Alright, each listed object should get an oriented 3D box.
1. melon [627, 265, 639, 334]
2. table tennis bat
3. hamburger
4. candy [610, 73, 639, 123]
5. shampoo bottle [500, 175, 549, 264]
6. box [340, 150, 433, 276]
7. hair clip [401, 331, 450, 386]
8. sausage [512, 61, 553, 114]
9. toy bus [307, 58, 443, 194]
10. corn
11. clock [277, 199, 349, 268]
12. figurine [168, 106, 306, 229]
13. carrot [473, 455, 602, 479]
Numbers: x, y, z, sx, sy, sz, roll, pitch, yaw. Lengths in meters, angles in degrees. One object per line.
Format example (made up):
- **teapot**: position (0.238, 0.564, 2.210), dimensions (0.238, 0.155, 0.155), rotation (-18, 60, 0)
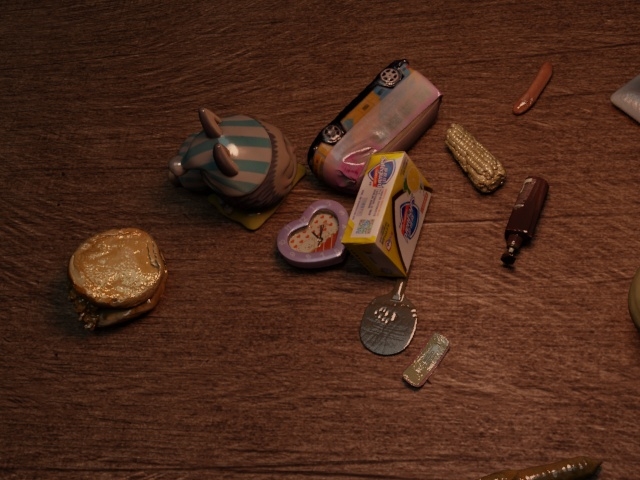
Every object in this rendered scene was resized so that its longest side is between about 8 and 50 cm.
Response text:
- **melon**: position (0.776, 0.117, 1.492), dimensions (0.308, 0.271, 0.271), rotation (-15, 57, -11)
- **table tennis bat**: position (0.173, 0.162, 1.732), dimensions (0.131, 0.022, 0.234), rotation (12, 66, 20)
- **hamburger**: position (-0.510, 0.094, 1.847), dimensions (0.243, 0.146, 0.286), rotation (19, 59, 15)
- **candy**: position (0.842, -0.346, 1.851), dimensions (0.138, 0.071, 0.174), rotation (-35, 58, -8)
- **shampoo bottle**: position (0.486, -0.047, 1.754), dimensions (0.067, 0.068, 0.236), rotation (19, 66, 19)
- **box**: position (0.165, -0.063, 1.767), dimensions (0.097, 0.168, 0.265), rotation (-2, 55, 39)
- **hair clip**: position (0.238, 0.269, 1.651), dimensions (0.054, 0.022, 0.137), rotation (31, 71, 25)
- **sausage**: position (0.573, -0.407, 1.963), dimensions (0.043, 0.043, 0.186), rotation (27, 69, 25)
- **toy bus**: position (0.148, -0.281, 1.908), dimensions (0.162, 0.171, 0.386), rotation (38, 74, 24)
- **corn**: position (0.388, -0.208, 1.867), dimensions (0.087, 0.087, 0.211), rotation (-29, 53, -6)
- **clock**: position (0.000, 0.000, 1.834), dimensions (0.198, 0.064, 0.172), rotation (-41, 60, -12)
- **figurine**: position (-0.249, -0.245, 1.851), dimensions (0.361, 0.377, 0.266), rotation (15, 64, 18)
- **carrot**: position (0.400, 0.486, 1.467), dimensions (0.342, 0.070, 0.070), rotation (-17, 58, 0)
